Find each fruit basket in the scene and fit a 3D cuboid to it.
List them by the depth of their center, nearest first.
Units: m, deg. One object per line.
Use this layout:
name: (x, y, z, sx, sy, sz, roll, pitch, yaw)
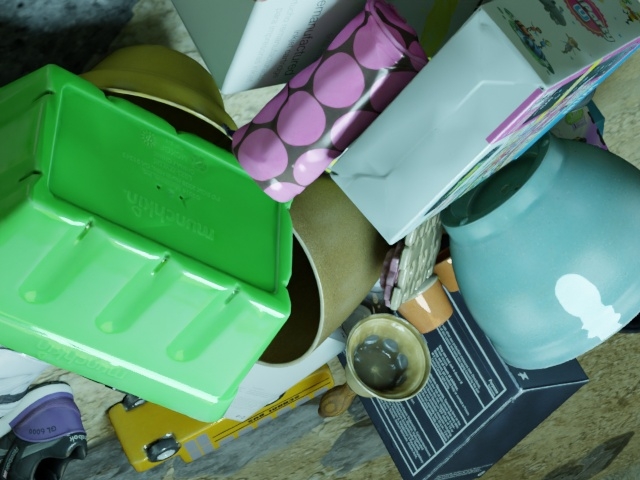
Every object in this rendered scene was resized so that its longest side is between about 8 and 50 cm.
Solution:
fruit basket: (-0.249, 0.021, 1.430, 0.392, 0.283, 0.392, 0, 144, 0)

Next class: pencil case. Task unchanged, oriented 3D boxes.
pencil case: (0.008, -0.133, 1.304, 0.095, 0.098, 0.209, 42, 118, -17)

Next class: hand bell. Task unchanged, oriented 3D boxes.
hand bell: (0.050, 0.205, 2.010, 0.126, 0.126, 0.242, -15, 162, -28)

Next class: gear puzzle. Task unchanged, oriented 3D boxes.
gear puzzle: (0.128, -0.027, 1.791, 0.339, 0.044, 0.175, -32, 135, -73)

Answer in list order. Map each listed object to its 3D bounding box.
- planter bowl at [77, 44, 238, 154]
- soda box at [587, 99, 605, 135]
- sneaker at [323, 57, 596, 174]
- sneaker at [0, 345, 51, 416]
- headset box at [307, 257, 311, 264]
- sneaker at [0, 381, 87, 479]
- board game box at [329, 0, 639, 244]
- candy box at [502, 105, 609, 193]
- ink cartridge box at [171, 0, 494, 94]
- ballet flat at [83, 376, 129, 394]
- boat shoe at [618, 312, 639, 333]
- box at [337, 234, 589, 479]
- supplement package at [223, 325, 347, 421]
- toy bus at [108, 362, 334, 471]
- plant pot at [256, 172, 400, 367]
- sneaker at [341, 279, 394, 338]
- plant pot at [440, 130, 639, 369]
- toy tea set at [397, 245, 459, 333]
planter bowl: (-0.169, -0.137, 1.434, 0.217, 0.090, 0.217, 10, 158, 4)
soda box: (0.289, -0.135, 1.978, 0.210, 0.071, 0.067, -27, 155, -5)
sneaker: (0.155, -0.175, 1.725, 0.384, 0.145, 0.147, -12, 164, -19)
sneaker: (-0.424, 0.109, 1.623, 0.210, 0.137, 0.366, -40, 158, 20)
headset box: (0.000, 0.000, 1.907, 0.062, 0.083, 0.032, -22, 168, -17)
sneaker: (-0.439, 0.329, 2.015, 0.283, 0.124, 0.107, -44, 151, 28)
board game box: (0.170, -0.139, 1.338, 0.224, 0.097, 0.303, -45, 173, 35)
candy box: (0.279, -0.131, 1.874, 0.165, 0.070, 0.196, -35, 127, 2)
ink cartridge box: (0.077, -0.309, 1.334, 0.384, 0.160, 0.279, -14, 151, -30)
ballet flat: (-0.305, 0.177, 1.981, 0.049, 0.057, 0.173, -70, 157, -10)
boat shoe: (0.478, 0.065, 2.450, 0.187, 0.156, 0.500, -37, 152, 20)
box: (0.216, 0.191, 2.239, 0.183, 0.296, 0.294, -3, 145, -42)
supplement package: (-0.107, 0.128, 1.958, 0.203, 0.149, 0.194, -36, 155, 14)
toy bus: (-0.151, 0.243, 2.177, 0.332, 0.108, 0.130, -27, 156, -6)
plant pot: (-0.007, -0.002, 1.776, 0.254, 0.237, 0.237, -30, 161, -41)
sneaker: (0.056, 0.053, 2.056, 0.101, 0.153, 0.268, -10, 117, -4)
plant pot: (0.273, -0.015, 1.744, 0.293, 0.293, 0.196, -38, 111, 17)
toy tea set: (0.212, -0.007, 2.019, 0.200, 0.124, 0.336, -27, -168, 37)
